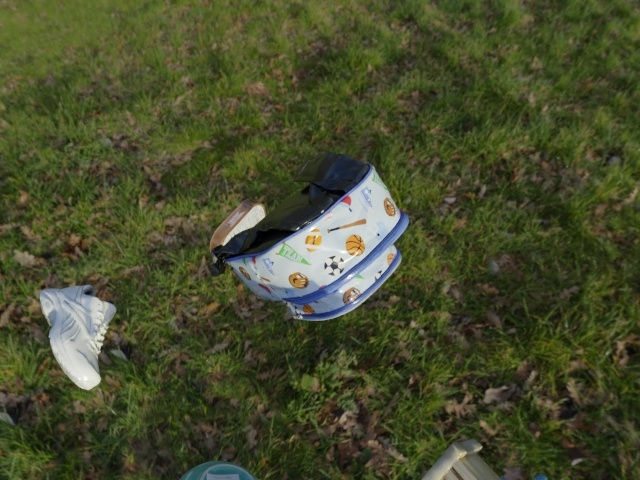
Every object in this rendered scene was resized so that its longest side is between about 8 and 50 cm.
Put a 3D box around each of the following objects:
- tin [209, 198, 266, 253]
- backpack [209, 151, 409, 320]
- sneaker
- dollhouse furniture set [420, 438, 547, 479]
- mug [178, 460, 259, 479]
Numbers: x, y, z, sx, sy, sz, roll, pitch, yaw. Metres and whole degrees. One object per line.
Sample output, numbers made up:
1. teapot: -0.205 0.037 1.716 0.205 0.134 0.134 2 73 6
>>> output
1. tin: -0.204 -0.025 1.120 0.040 0.106 0.190 21 57 28
2. backpack: 0.000 0.000 0.685 0.213 0.263 0.276 46 68 -10
3. sneaker: -0.428 0.158 0.805 0.115 0.090 0.232 -21 54 -27
4. dollhouse furniture set: 0.167 0.287 0.426 0.129 0.129 0.183 43 11 38
5. mug: -0.131 0.340 0.527 0.129 0.097 0.158 25 12 15
